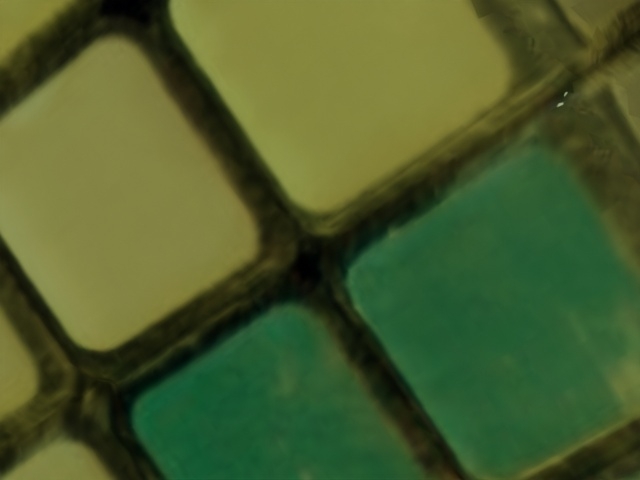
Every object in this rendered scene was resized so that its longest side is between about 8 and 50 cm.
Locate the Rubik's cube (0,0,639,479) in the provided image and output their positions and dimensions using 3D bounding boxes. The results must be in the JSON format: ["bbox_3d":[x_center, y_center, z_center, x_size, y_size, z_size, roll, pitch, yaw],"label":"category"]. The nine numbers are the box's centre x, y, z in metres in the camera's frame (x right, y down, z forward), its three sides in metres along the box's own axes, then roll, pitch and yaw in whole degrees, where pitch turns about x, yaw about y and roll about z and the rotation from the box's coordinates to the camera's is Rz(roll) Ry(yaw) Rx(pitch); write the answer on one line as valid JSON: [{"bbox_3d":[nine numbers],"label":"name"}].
[{"bbox_3d":[0.001,-0.001,0.468,0.256,0.259,0.253,-36,-2,29],"label":"Rubik's cube"}]
